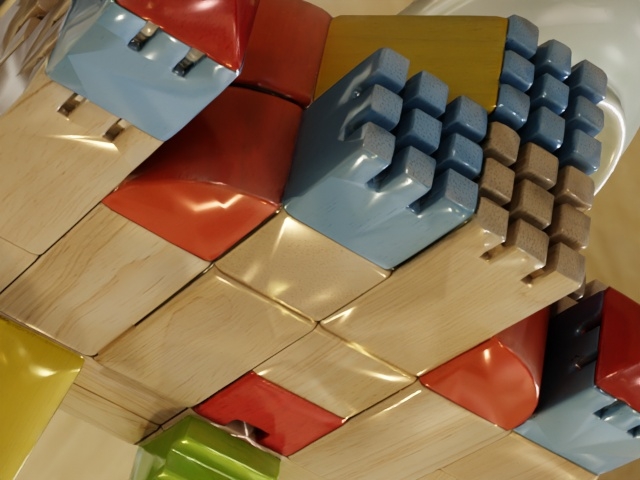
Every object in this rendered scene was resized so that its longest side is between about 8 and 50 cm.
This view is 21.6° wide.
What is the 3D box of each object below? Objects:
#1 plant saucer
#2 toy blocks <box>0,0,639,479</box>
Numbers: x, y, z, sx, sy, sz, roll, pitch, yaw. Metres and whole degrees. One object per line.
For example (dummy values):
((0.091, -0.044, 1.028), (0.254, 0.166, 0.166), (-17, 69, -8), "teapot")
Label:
((0.168, -0.087, 1.546), (0.100, 0.400, 0.400), (57, 176, 32), "plant saucer")
((0.000, 0.000, 0.665), (0.381, 0.190, 0.261), (30, 141, -22), "toy blocks")
